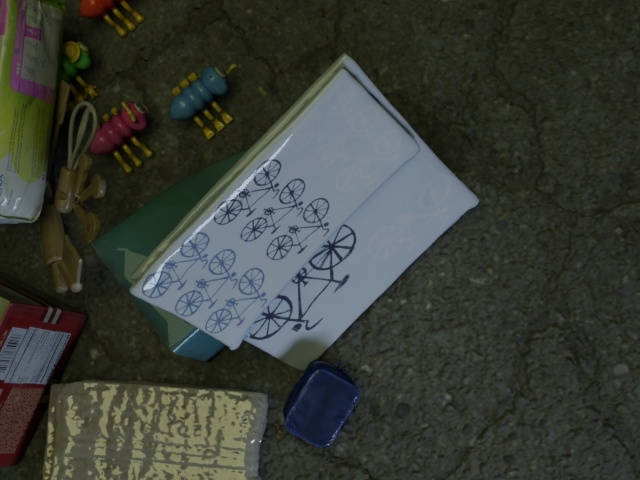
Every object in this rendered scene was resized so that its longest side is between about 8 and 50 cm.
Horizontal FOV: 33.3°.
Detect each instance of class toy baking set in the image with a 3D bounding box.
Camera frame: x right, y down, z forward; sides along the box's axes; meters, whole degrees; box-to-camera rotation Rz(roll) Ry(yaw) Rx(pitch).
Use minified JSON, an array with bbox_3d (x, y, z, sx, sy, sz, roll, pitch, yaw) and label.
[{"bbox_3d":[-0.308,-0.063,1.334,0.197,0.030,0.256,-49,49,41],"label":"toy baking set"}]

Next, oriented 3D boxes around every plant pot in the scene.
[{"bbox_3d":[-0.113,0.004,1.283,0.234,0.166,0.165,-40,77,1],"label":"plant pot"}]

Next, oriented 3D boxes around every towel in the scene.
[{"bbox_3d":[-0.207,0.269,1.323,0.282,0.049,0.187,3,84,10],"label":"towel"}]

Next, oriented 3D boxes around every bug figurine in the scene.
[{"bbox_3d":[-0.251,-0.222,1.383,0.216,0.072,0.279,-43,77,3],"label":"bug figurine"}]

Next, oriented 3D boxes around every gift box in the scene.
[{"bbox_3d":[-0.474,0.115,1.284,0.258,0.276,0.255,24,82,14],"label":"gift box"}]

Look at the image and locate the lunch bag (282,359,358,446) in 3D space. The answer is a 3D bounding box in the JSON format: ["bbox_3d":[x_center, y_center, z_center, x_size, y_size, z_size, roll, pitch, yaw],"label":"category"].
[{"bbox_3d":[0.000,0.190,1.282,0.067,0.065,0.098,32,90,-9],"label":"lunch bag"}]

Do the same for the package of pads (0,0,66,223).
[{"bbox_3d":[-0.440,-0.169,1.364,0.229,0.101,0.296,2,83,35],"label":"package of pads"}]

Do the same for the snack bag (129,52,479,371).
[{"bbox_3d":[0.000,0.000,1.182,0.323,0.342,0.037,-46,51,5],"label":"snack bag"}]
